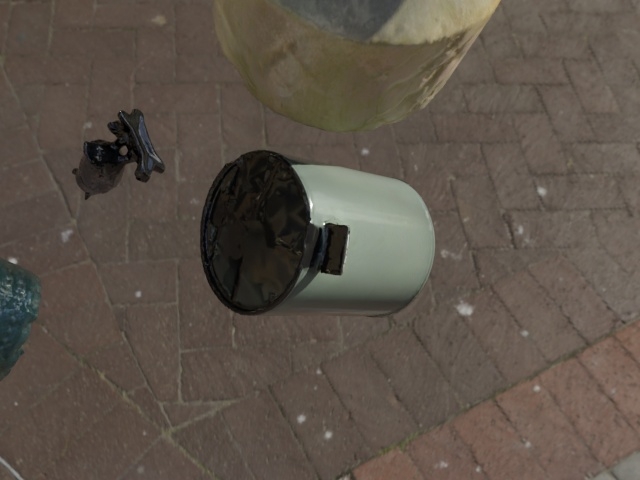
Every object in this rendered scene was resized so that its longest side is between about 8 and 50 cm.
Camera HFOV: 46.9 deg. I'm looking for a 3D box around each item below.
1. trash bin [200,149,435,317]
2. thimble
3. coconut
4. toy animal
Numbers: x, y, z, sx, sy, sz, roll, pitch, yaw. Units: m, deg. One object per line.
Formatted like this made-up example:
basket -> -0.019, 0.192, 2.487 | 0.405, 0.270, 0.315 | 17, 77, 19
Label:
trash bin -> 0.000, 0.000, 1.036 | 0.263, 0.217, 0.277 | 7, 5, -45
thimble -> -0.547, 0.121, 1.175 | 0.143, 0.235, 0.198 | 26, 68, -30
coconut -> 0.047, -0.350, 0.933 | 0.345, 0.415, 0.415 | 13, 54, -5
toy animal -> -0.360, -0.114, 1.208 | 0.117, 0.210, 0.121 | -26, 88, -54
